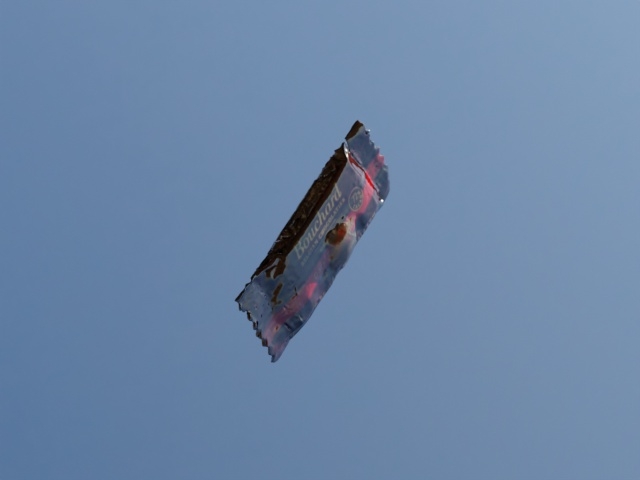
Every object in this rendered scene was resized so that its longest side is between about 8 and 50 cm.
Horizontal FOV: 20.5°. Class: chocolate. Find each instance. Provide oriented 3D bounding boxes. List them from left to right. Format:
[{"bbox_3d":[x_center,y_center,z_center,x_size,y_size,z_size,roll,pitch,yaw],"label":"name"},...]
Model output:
[{"bbox_3d":[0.000,0.000,1.294,0.028,0.086,0.182,17,-121,37],"label":"chocolate"}]
